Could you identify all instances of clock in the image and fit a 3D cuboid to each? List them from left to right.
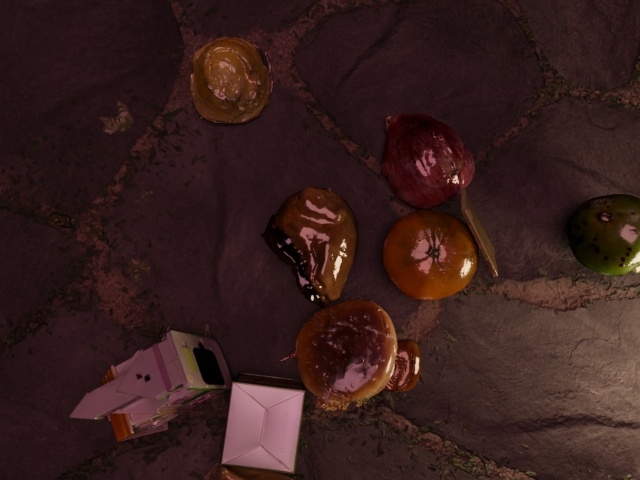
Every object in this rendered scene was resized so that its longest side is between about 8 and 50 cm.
[{"bbox_3d":[-0.399,0.356,1.320,0.310,0.235,0.166,-28,69,8],"label":"clock"}]

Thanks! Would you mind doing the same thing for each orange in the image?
[{"bbox_3d":[0.273,0.034,1.390,0.240,0.171,0.239,0,84,-3],"label":"orange"}]

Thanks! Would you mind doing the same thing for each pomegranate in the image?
[{"bbox_3d":[0.740,-0.003,1.410,0.211,0.211,0.263,-52,129,-5],"label":"pomegranate"}]

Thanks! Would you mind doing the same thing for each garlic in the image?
[{"bbox_3d":[-0.129,0.611,1.342,0.318,0.143,0.112,27,56,-18],"label":"garlic"}]

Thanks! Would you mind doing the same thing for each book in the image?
[{"bbox_3d":[0.391,-0.023,1.388,0.016,0.138,0.198,-22,112,23],"label":"book"}]

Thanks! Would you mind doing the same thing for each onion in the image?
[{"bbox_3d":[0.262,-0.225,1.439,0.227,0.120,0.283,-38,87,-9],"label":"onion"}]

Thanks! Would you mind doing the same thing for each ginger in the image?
[{"bbox_3d":[0.001,0.001,1.369,0.223,0.200,0.269,-40,84,1],"label":"ginger"}]

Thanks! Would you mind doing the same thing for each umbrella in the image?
[{"bbox_3d":[-0.026,0.274,1.435,0.165,0.025,0.027,-24,56,-5],"label":"umbrella"}]

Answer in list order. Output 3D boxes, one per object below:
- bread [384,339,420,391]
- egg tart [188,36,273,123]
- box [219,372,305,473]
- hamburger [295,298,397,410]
[{"bbox_3d":[0.195,0.320,1.428,0.126,0.044,0.128,-2,88,0],"label":"bread"},{"bbox_3d":[-0.238,-0.424,1.457,0.232,0.098,0.252,28,81,-3],"label":"egg tart"},{"bbox_3d":[-0.134,0.434,1.356,0.178,0.148,0.194,7,85,-2],"label":"box"},{"bbox_3d":[0.056,0.273,1.352,0.243,0.146,0.286,28,72,16],"label":"hamburger"}]
